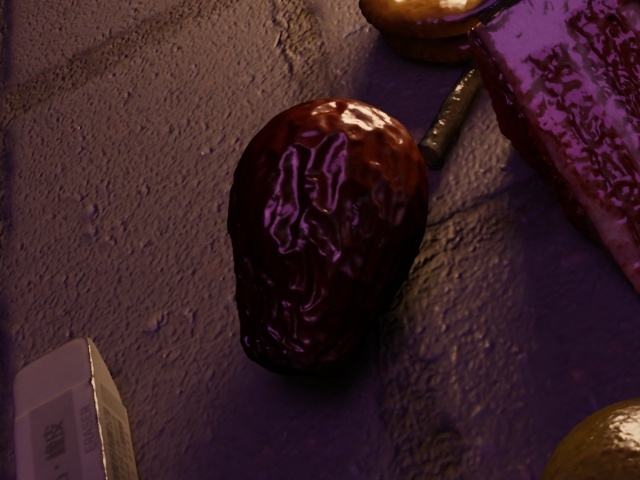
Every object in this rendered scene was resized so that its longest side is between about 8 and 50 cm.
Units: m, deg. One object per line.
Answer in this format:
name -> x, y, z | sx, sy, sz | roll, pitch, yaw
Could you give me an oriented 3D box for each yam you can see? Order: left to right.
yam -> 0.124, -0.119, 1.121 | 0.027, 0.033, 0.129 | -20, 32, 53

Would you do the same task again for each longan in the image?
longan -> 0.202, 0.156, 0.708 | 0.155, 0.145, 0.176 | 33, 103, 30

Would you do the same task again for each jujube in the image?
jujube -> 0.000, 0.000, 1.000 | 0.168, 0.168, 0.236 | -1, 65, 31

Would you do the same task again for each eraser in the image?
eraser -> -0.186, 0.221, 0.965 | 0.089, 0.061, 0.352 | -28, 41, 6

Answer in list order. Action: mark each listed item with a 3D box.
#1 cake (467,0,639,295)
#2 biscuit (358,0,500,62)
cake -> 0.244, -0.080, 0.989 | 0.158, 0.159, 0.262 | -28, 76, 5
biscuit -> 0.146, -0.264, 1.212 | 0.220, 0.066, 0.220 | -17, 44, 18
